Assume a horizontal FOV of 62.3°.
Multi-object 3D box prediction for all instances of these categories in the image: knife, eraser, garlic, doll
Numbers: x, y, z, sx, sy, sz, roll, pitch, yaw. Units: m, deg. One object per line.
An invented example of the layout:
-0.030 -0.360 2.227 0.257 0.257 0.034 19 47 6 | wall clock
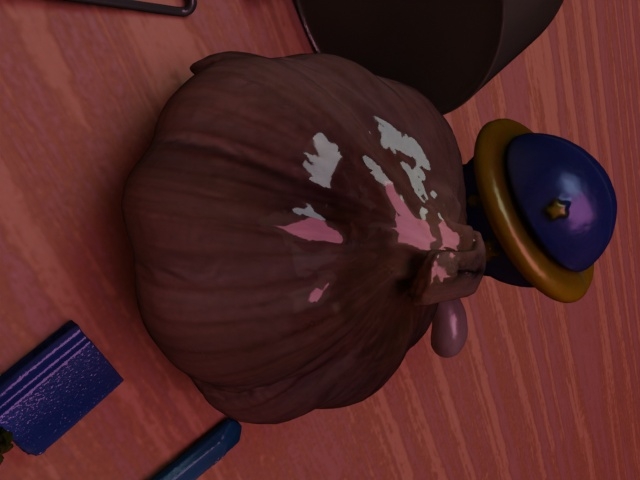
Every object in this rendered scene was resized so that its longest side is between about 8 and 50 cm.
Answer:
-0.182 0.254 0.450 0.297 0.026 0.044 -33 118 -36 | knife
-0.206 0.114 0.408 0.085 0.027 0.063 -43 122 -29 | eraser
-0.012 0.000 0.448 0.322 0.241 0.321 0 90 -20 | garlic
0.168 -0.055 0.571 0.160 0.243 0.310 -26 85 -31 | doll

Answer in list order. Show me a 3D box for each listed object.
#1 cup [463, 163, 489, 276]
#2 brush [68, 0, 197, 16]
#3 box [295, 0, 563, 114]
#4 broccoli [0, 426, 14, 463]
0.210 -0.024 0.714 0.114 0.150 0.138 8 88 -7 | cup
-0.209 -0.186 0.377 0.266 0.027 0.062 -12 104 -43 | brush
0.103 -0.251 0.501 0.149 0.226 0.226 -43 121 -29 | box
-0.265 0.115 0.286 0.194 0.220 0.193 2 90 -76 | broccoli
